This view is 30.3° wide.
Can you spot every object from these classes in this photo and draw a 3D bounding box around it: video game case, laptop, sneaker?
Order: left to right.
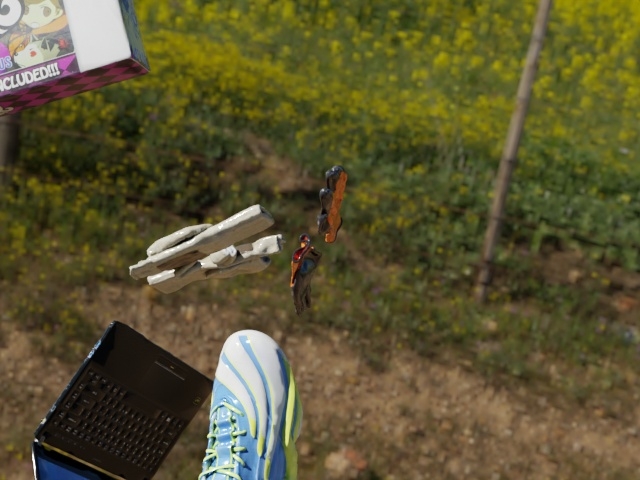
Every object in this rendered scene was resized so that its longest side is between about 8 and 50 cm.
[{"bbox_3d":[-0.240,-0.171,0.729,0.232,0.210,0.042,-15,-10,6],"label":"video game case"},{"bbox_3d":[-0.222,0.271,1.433,0.136,0.264,0.234,29,-9,36],"label":"laptop"},{"bbox_3d":[-0.070,0.209,1.113,0.091,0.240,0.126,-2,4,12],"label":"sneaker"}]

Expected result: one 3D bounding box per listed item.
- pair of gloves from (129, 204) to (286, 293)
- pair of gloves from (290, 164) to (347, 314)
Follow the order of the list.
[{"bbox_3d":[-0.149,0.025,1.626,0.204,0.042,0.240,-18,-14,1],"label":"pair of gloves"},{"bbox_3d":[0.000,0.000,0.696,0.010,0.083,0.074,17,-27,10],"label":"pair of gloves"}]
